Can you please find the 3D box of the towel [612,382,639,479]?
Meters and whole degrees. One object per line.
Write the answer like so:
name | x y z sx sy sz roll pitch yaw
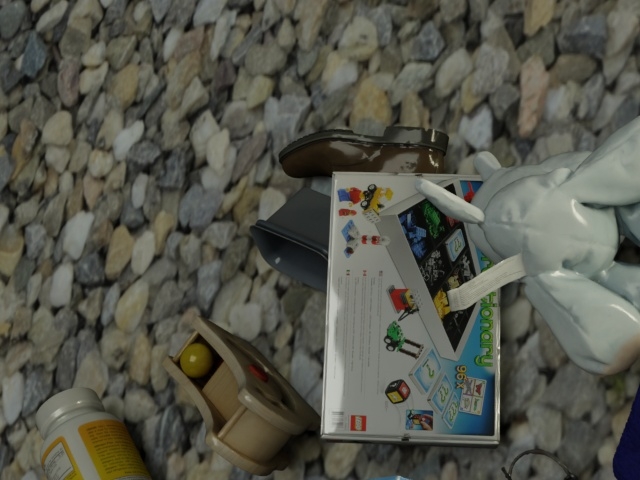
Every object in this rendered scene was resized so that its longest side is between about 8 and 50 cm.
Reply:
towel | 0.406 0.234 1.151 0.308 0.076 0.227 46 143 37

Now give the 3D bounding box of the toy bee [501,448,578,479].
toy bee | 0.230 0.350 1.220 0.195 0.162 0.298 -29 74 -8

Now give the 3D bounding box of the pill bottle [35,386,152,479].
pill bottle | -0.283 0.291 1.623 0.117 0.118 0.208 -43 56 14

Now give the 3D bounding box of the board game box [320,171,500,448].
board game box | 0.103 0.075 1.433 0.193 0.053 0.305 2 73 4

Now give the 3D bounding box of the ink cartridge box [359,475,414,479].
ink cartridge box | 0.015 0.335 1.331 0.308 0.223 0.129 -14 65 35

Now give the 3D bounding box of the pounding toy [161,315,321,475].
pounding toy | -0.104 0.225 1.505 0.155 0.154 0.269 -52 54 7

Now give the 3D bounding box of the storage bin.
storage bin | 0.000 0.000 1.561 0.135 0.098 0.091 24 60 37

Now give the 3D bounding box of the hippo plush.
hippo plush | 0.243 0.011 1.310 0.294 0.236 0.234 -16 94 -6

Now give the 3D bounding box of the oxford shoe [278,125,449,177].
oxford shoe | 0.042 -0.084 1.560 0.227 0.083 0.096 1 79 34
